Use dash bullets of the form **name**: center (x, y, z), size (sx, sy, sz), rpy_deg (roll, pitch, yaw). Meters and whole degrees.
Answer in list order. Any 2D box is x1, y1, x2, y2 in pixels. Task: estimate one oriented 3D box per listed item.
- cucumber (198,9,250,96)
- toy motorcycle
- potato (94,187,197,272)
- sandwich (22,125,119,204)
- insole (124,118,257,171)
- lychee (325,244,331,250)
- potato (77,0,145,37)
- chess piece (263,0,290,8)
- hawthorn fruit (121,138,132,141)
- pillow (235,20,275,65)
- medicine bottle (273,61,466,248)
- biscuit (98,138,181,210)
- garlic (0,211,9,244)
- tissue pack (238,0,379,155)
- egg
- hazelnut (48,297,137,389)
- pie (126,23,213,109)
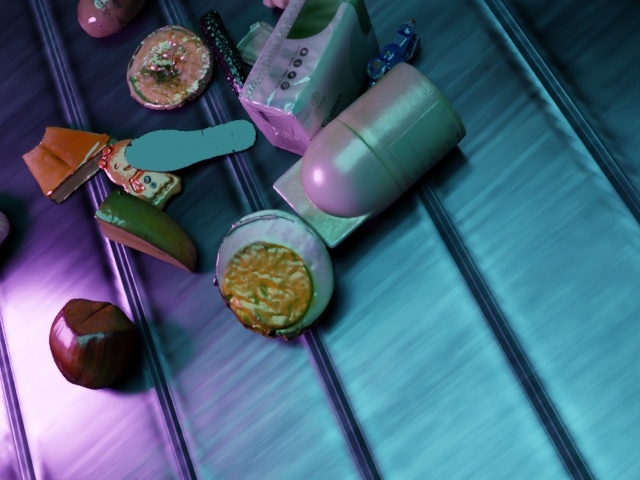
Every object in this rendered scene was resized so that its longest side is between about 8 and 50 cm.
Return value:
- **cucumber**: center (-0.244, -0.489, 1.989), size (0.072, 0.072, 0.300), rpy_deg (-30, 71, 4)
- **toy motorcycle**: center (0.177, -0.446, 1.833), size (0.076, 0.114, 0.205), rpy_deg (36, 84, 26)
- **potato**: center (-0.409, -0.019, 1.836), size (0.255, 0.269, 0.112), rpy_deg (27, 78, -4)
- **sandwich**: center (-0.696, -0.253, 2.050), size (0.245, 0.063, 0.212), rpy_deg (-39, 63, -2)
- **insole**: center (-0.337, -0.248, 1.925), size (0.348, 0.009, 0.119), rpy_deg (-12, 80, -2)
- **lychee**: center (0.000, 0.000, 1.747), size (0.067, 0.068, 0.083), rpy_deg (3, 61, -26)
- **potato**: center (-0.599, -0.707, 2.149), size (0.165, 0.165, 0.262), rpy_deg (22, 84, 23)
- **chess piece**: center (-0.025, -0.677, 1.987), size (0.243, 0.133, 0.133), rpy_deg (14, 74, 14)
- **hawthorn fruit**: center (-0.504, -0.250, 1.991), size (0.103, 0.067, 0.067), rpy_deg (-38, 64, -1)
- **pillow**: center (-0.130, -0.501, 1.986), size (0.232, 0.038, 0.131), rpy_deg (38, 86, 26)
- **medicine bottle**: center (0.106, -0.187, 1.688), size (0.406, 0.236, 0.236), rpy_deg (-42, 64, -2)
- **biscuit**: center (-0.472, -0.178, 1.932), size (0.225, 0.036, 0.166), rpy_deg (44, 87, 6)
- **garlic**: center (-0.991, -0.032, 1.956), size (0.245, 0.253, 0.245), rpy_deg (-7, 72, 23)
- **tissue pack**: center (-0.014, -0.410, 1.793), size (0.193, 0.266, 0.357), rpy_deg (21, 78, 23)
- **egg**: center (-0.093, 0.074, 1.695), size (0.264, 0.174, 0.286), rpy_deg (-38, 87, 7)
- **hazelnut**: center (-0.546, 0.247, 1.768), size (0.212, 0.181, 0.181), rpy_deg (28, 51, 23)
- **pie**: center (-0.418, -0.482, 2.058), size (0.274, 0.055, 0.274), rpy_deg (-6, 68, 15)
